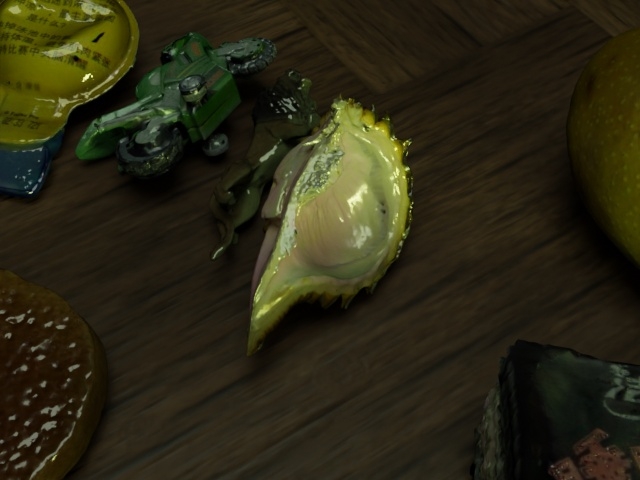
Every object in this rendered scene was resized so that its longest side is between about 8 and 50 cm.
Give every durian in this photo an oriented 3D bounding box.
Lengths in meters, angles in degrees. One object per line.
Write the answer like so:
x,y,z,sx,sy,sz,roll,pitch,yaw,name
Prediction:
-0.011,-0.005,0.807,0.078,0.140,0.224,9,55,45,durian

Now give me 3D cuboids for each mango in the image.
0.321,-0.033,0.807,0.176,0.176,0.329,-49,57,18,mango

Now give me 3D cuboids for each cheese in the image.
-0.250,-0.147,0.933,0.157,0.064,0.250,11,62,7,cheese

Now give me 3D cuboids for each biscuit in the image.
-0.293,0.122,0.725,0.273,0.049,0.257,7,55,5,biscuit

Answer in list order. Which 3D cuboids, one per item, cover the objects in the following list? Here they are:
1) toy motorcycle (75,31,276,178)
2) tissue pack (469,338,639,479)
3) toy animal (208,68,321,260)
-0.123,-0.126,0.915,0.106,0.074,0.190,18,53,34,toy motorcycle
0.212,0.211,0.597,0.245,0.123,0.332,13,35,-1,tissue pack
-0.041,-0.059,0.872,0.086,0.069,0.219,1,43,26,toy animal
